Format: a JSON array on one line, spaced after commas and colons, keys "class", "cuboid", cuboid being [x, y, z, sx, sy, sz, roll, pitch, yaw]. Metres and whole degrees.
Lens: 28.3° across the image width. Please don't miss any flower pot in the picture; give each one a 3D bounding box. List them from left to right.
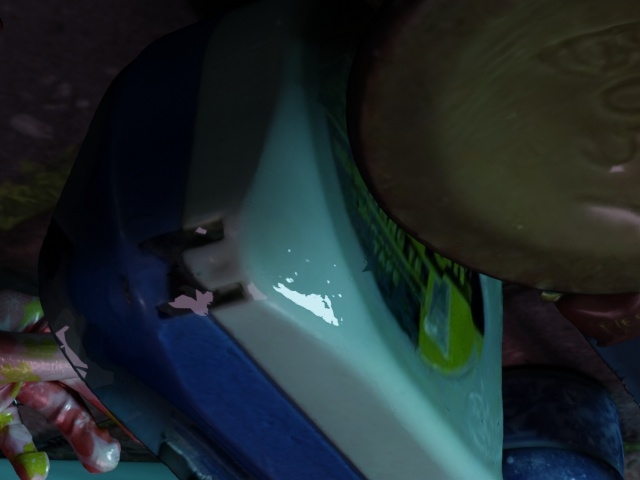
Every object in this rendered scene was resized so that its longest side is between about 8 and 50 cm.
[{"class": "flower pot", "cuboid": [0.108, -0.138, 0.493, 0.267, 0.267, 0.266, 2, 140, 1]}]

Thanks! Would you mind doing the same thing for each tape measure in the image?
[{"class": "tape measure", "cuboid": [0.001, 0.002, 0.679, 0.138, 0.262, 0.259, -10, 140, 26]}]

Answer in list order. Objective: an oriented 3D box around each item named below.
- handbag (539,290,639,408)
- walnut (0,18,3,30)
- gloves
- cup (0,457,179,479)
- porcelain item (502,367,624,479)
[{"class": "handbag", "cuboid": [0.319, 0.019, 0.792, 0.303, 0.122, 0.329, -24, 132, 30]}, {"class": "walnut", "cuboid": [-0.259, -0.146, 0.641, 0.207, 0.116, 0.116, 17, 139, -27]}, {"class": "gloves", "cuboid": [-0.223, 0.097, 0.929, 0.241, 0.126, 0.145, -2, 125, -30]}, {"class": "cup", "cuboid": [-0.200, 0.253, 1.104, 0.236, 0.134, 0.148, 9, 138, -5]}, {"class": "porcelain item", "cuboid": [0.168, 0.185, 1.007, 0.147, 0.114, 0.147, 3, 141, 2]}]
